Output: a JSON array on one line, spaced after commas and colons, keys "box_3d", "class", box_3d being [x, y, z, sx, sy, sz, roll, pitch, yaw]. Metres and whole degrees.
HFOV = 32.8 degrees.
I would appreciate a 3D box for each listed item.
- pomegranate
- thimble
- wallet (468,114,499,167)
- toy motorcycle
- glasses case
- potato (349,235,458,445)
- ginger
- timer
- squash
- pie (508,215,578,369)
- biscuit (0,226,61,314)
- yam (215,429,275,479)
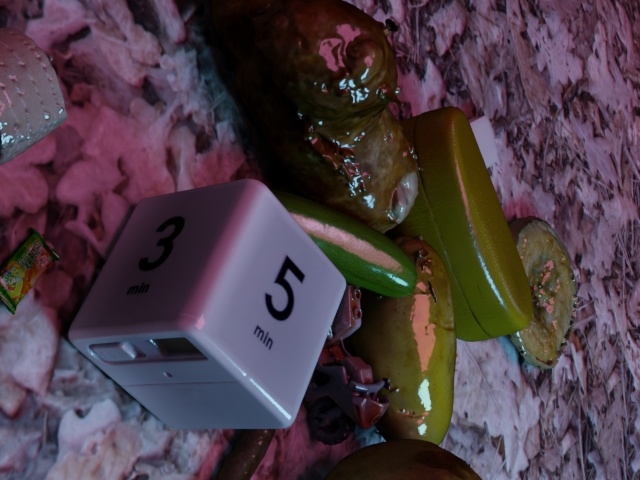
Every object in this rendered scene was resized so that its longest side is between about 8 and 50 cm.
[{"box_3d": [0.114, 0.385, 1.348, 0.281, 0.281, 0.281, 13, 74, -51], "class": "pomegranate"}, {"box_3d": [-0.310, -0.137, 1.033, 0.115, 0.102, 0.090, 49, 43, -1], "class": "thimble"}, {"box_3d": [0.241, -0.148, 1.802, 0.190, 0.033, 0.095, -34, 112, -49], "class": "wallet"}, {"box_3d": [0.034, 0.157, 1.408, 0.084, 0.118, 0.213, 6, 79, -52], "class": "toy motorcycle"}, {"box_3d": [0.198, -0.008, 1.633, 0.371, 0.141, 0.173, 66, 25, -20], "class": "glasses case"}, {"box_3d": [0.119, 0.143, 1.505, 0.173, 0.140, 0.300, -1, 90, -59], "class": "potato"}, {"box_3d": [0.027, -0.150, 1.369, 0.176, 0.254, 0.418, -45, 128, -20], "class": "ginger"}, {"box_3d": [-0.117, 0.073, 1.169, 0.194, 0.192, 0.195, 50, 48, -34], "class": "timer"}, {"box_3d": [0.000, -0.002, 1.371, 0.292, 0.082, 0.082, 21, 65, -23], "class": "squash"}, {"box_3d": [0.383, 0.092, 1.923, 0.274, 0.055, 0.274, 13, 74, -50], "class": "pie"}, {"box_3d": [-0.297, 0.028, 1.090, 0.046, 0.016, 0.089, 59, 43, -28], "class": "biscuit"}, {"box_3d": [-0.082, 0.238, 1.309, 0.045, 0.045, 0.327, 90, 18, -53], "class": "yam"}]
